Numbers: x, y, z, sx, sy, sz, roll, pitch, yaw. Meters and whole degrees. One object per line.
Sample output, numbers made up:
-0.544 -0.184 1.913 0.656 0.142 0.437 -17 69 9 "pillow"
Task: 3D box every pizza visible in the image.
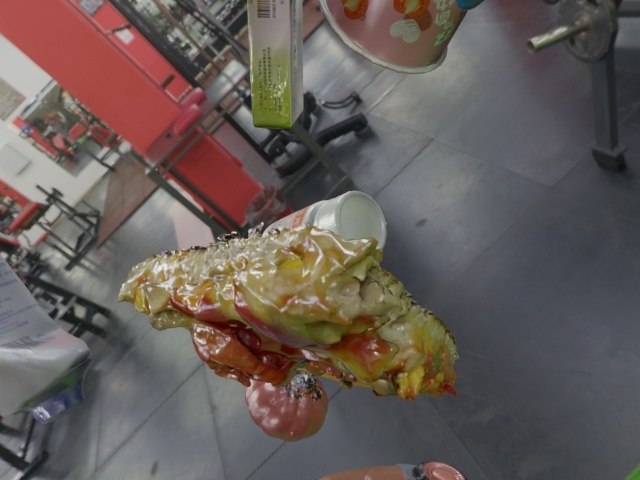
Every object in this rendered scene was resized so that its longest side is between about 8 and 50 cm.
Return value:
-0.035 0.085 0.491 0.406 0.439 0.130 103 -178 -72 "pizza"

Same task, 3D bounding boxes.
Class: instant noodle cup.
0.149 -0.418 0.737 0.231 0.243 0.243 -51 14 54 "instant noodle cup"

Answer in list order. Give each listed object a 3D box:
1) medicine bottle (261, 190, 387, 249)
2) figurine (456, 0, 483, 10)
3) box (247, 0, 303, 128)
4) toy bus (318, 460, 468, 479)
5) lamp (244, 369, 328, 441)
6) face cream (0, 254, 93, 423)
0.000 0.000 0.967 0.252 0.144 0.145 -17 40 50 "medicine bottle"
0.124 -0.254 0.379 0.087 0.149 0.086 -25 -7 6 "figurine"
-0.063 -0.314 0.744 0.062 0.261 0.175 2 23 3 "box"
0.070 0.373 0.530 0.288 0.232 0.194 -121 43 -76 "toy bus"
-0.065 0.323 1.024 0.140 0.182 0.182 -60 24 22 "lamp"
-0.498 0.089 0.739 0.137 0.420 0.235 -34 3 -2 "face cream"
